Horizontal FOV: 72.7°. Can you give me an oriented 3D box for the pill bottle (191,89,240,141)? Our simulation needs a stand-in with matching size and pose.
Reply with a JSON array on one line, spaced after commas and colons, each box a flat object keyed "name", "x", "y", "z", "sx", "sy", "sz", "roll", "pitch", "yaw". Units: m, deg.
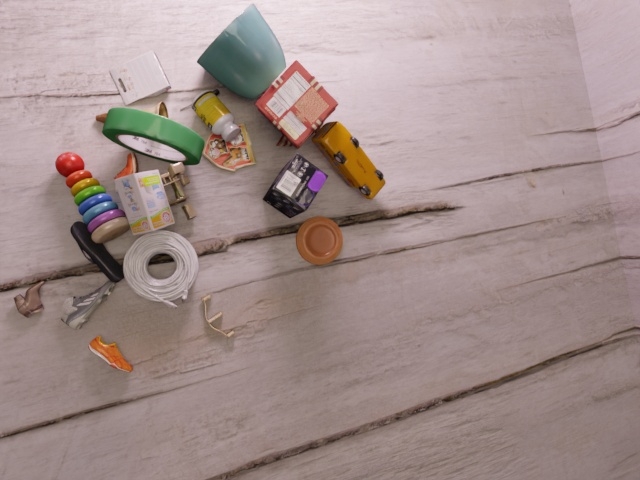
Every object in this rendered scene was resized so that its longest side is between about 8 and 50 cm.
[{"name": "pill bottle", "x": -0.391, "y": -0.467, "z": 1.643, "sx": 0.103, "sy": 0.103, "sz": 0.184, "roll": -41, "pitch": 88, "yaw": -14}]

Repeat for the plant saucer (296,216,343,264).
[{"name": "plant saucer", "x": 0.000, "y": 0.000, "z": 1.776, "sx": 0.199, "sy": 0.037, "sz": 0.200, "roll": 1, "pitch": 87, "yaw": -15}]

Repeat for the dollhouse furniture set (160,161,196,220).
[{"name": "dollhouse furniture set", "x": -0.520, "y": -0.162, "z": 1.563, "sx": 0.101, "sy": 0.161, "sz": 0.182, "roll": -27, "pitch": 94, "yaw": -30}]

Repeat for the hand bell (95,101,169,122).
[{"name": "hand bell", "x": -0.692, "y": -0.442, "z": 1.587, "sx": 0.241, "sy": 0.126, "sz": 0.126, "roll": -1, "pitch": 87, "yaw": -3}]

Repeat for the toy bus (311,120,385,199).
[{"name": "toy bus", "x": 0.119, "y": -0.316, "z": 1.748, "sx": 0.108, "sy": 0.130, "sz": 0.333, "roll": -50, "pitch": 119, "yaw": -13}]

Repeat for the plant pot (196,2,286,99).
[{"name": "plant pot", "x": -0.270, "y": -0.673, "z": 1.617, "sx": 0.235, "sy": 0.293, "sz": 0.293, "roll": 45, "pitch": 77, "yaw": -22}]

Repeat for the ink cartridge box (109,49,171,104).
[{"name": "ink cartridge box", "x": -0.670, "y": -0.602, "z": 1.628, "sx": 0.179, "sy": 0.045, "sz": 0.146, "roll": -24, "pitch": 94, "yaw": 3}]

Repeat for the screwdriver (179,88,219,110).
[{"name": "screwdriver", "x": -0.466, "y": -0.539, "z": 1.685, "sx": 0.169, "sy": 0.024, "sz": 0.025, "roll": -35, "pitch": 125, "yaw": -8}]

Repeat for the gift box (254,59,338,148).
[{"name": "gift box", "x": -0.111, "y": -0.502, "z": 1.665, "sx": 0.276, "sy": 0.258, "sz": 0.255, "roll": -40, "pitch": 100, "yaw": 6}]

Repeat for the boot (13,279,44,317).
[{"name": "boot", "x": -0.980, "y": 0.204, "z": 1.492, "sx": 0.118, "sy": 0.042, "sz": 0.087, "roll": -36, "pitch": 103, "yaw": -13}]

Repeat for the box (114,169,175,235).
[{"name": "box", "x": -0.611, "y": -0.133, "z": 1.521, "sx": 0.103, "sy": 0.114, "sz": 0.203, "roll": -9, "pitch": 102, "yaw": 27}]

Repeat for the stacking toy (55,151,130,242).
[{"name": "stacking toy", "x": -0.809, "y": -0.159, "z": 1.521, "sx": 0.141, "sy": 0.141, "sz": 0.330, "roll": -33, "pitch": 89, "yaw": -15}]

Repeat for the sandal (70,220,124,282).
[{"name": "sandal", "x": -0.794, "y": 0.047, "z": 1.527, "sx": 0.054, "sy": 0.097, "sz": 0.255, "roll": -33, "pitch": 96, "yaw": 12}]

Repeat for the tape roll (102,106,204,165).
[{"name": "tape roll", "x": -0.564, "y": -0.348, "z": 1.487, "sx": 0.321, "sy": 0.321, "sz": 0.077, "roll": 15, "pitch": 83, "yaw": -14}]

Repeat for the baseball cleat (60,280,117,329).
[{"name": "baseball cleat", "x": -0.818, "y": 0.207, "z": 1.519, "sx": 0.109, "sy": 0.072, "sz": 0.206, "roll": 37, "pitch": 75, "yaw": -4}]

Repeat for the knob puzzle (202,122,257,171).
[{"name": "knob puzzle", "x": -0.363, "y": -0.361, "z": 1.696, "sx": 0.213, "sy": 0.030, "sz": 0.213, "roll": 1, "pitch": 87, "yaw": -16}]

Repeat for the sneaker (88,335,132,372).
[{"name": "sneaker", "x": -0.731, "y": 0.403, "z": 1.538, "sx": 0.175, "sy": 0.064, "sz": 0.067, "roll": 43, "pitch": 67, "yaw": -12}]

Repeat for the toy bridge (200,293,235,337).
[{"name": "toy bridge", "x": -0.402, "y": 0.293, "z": 1.653, "sx": 0.063, "sy": 0.026, "sz": 0.188, "roll": -33, "pitch": 96, "yaw": -14}]

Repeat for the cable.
[{"name": "cable", "x": -0.575, "y": 0.094, "z": 1.584, "sx": 0.257, "sy": 0.089, "sz": 0.257, "roll": 24, "pitch": 80, "yaw": -12}]

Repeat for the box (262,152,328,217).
[{"name": "box", "x": -0.102, "y": -0.198, "z": 1.635, "sx": 0.143, "sy": 0.270, "sz": 0.165, "roll": 34, "pitch": 79, "yaw": -11}]

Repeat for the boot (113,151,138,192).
[{"name": "boot", "x": -0.707, "y": -0.245, "z": 1.581, "sx": 0.084, "sy": 0.059, "sz": 0.158, "roll": 2, "pitch": 88, "yaw": -11}]
